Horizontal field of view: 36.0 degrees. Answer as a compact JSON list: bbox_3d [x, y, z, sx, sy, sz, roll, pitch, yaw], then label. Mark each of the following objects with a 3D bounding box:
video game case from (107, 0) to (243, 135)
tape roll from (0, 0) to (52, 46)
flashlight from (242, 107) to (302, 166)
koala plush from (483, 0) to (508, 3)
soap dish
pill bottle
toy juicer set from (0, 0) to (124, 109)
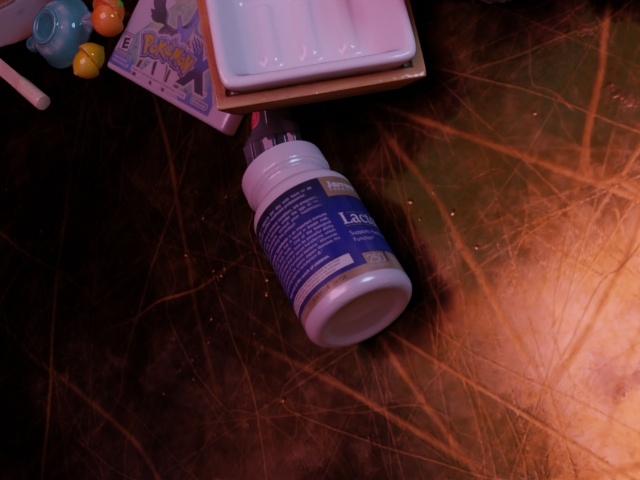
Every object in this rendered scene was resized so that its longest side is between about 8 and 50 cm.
[{"bbox_3d":[-0.190,-0.367,1.639,0.329,0.036,0.300,32,96,37],"label":"video game case"},{"bbox_3d":[-0.624,-0.502,1.765,0.392,0.392,0.072,-38,60,21],"label":"tape roll"},{"bbox_3d":[-0.103,-0.234,1.481,0.103,0.103,0.304,-11,83,-9],"label":"flashlight"},{"bbox_3d":[0.217,-0.444,1.293,0.203,0.196,0.221,20,89,25],"label":"koala plush"},{"bbox_3d":[-0.019,-0.297,1.375,0.290,0.118,0.229,-10,73,-6],"label":"soap dish"},{"bbox_3d":[0.000,0.000,1.335,0.153,0.153,0.265,-41,58,19],"label":"pill bottle"},{"bbox_3d":[-0.459,-0.354,1.797,0.329,0.089,0.209,-42,65,24],"label":"toy juicer set"}]
